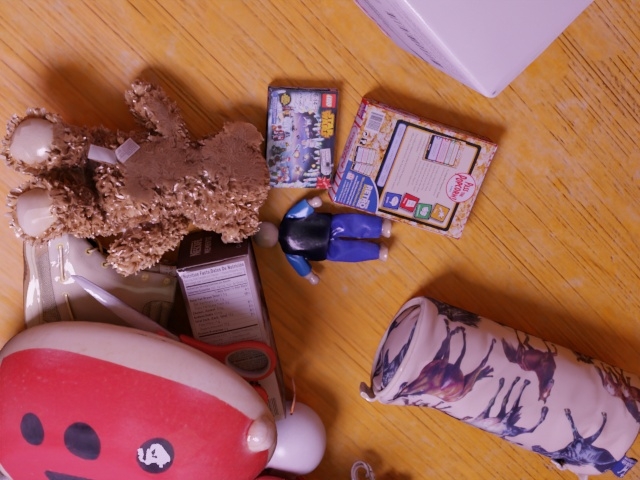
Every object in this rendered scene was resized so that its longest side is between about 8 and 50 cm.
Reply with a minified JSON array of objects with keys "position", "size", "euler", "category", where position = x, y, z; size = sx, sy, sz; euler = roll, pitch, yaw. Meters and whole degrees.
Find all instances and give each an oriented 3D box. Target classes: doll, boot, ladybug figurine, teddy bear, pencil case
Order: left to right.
[{"position":[-0.287,0.019,1.337],"size":[0.204,0.095,0.261],"euler":[4,112,-7],"category":"boot"},{"position":[-0.262,0.246,1.286],"size":[0.450,0.162,0.305],"euler":[-4,129,32],"category":"ladybug figurine"},{"position":[-0.235,-0.076,1.273],"size":[0.338,0.113,0.245],"euler":[-21,80,-31],"category":"teddy bear"},{"position":[0.000,0.000,1.401],"size":[0.189,0.046,0.129],"euler":[4,108,-10],"category":"doll"},{"position":[0.265,0.216,1.456],"size":[0.411,0.160,0.183],"euler":[22,90,-15],"category":"pencil case"}]

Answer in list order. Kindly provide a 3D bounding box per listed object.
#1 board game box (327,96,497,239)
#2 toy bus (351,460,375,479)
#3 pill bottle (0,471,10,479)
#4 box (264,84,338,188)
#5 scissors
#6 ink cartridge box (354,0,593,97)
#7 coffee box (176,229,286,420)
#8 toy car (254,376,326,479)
[{"position":[0.126,-0.097,1.384],"size":[0.194,0.045,0.146],"euler":[17,106,-14],"category":"board game box"},{"position":[0.100,0.456,1.543],"size":[0.191,0.202,0.104],"euler":[15,148,-32],"category":"toy bus"},{"position":[-0.387,0.380,1.440],"size":[0.221,0.121,0.121],"euler":[12,107,-12],"category":"pill bottle"},{"position":[-0.027,-0.139,1.357],"size":[0.094,0.027,0.137],"euler":[0,109,-9],"category":"box"},{"position":[-0.195,0.140,1.291],"size":[0.297,0.021,0.109],"euler":[22,108,-13],"category":"scissors"},{"position":[0.097,-0.341,1.110],"size":[0.166,0.395,0.285],"euler":[-44,110,6],"category":"ink cartridge box"},{"position":[-0.119,0.116,1.375],"size":[0.098,0.141,0.246],"euler":[-12,110,-1],"category":"coffee box"},{"position":[-0.053,0.319,1.461],"size":[0.219,0.210,0.237],"euler":[12,79,2],"category":"toy car"}]
